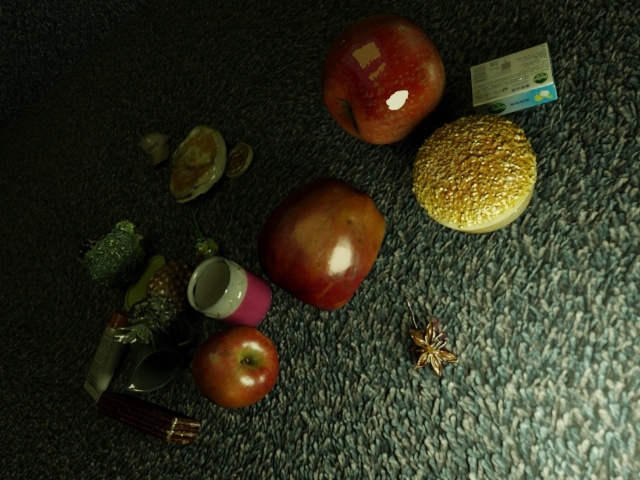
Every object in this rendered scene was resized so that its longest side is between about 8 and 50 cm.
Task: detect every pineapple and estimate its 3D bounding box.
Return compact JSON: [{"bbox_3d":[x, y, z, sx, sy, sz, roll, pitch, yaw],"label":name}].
[{"bbox_3d":[-0.507,0.206,1.450,0.169,0.169,0.340,-18,24,26],"label":"pineapple"}]

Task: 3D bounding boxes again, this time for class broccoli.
[{"bbox_3d":[-0.800,0.044,1.784,0.243,0.247,0.263,-130,45,-75],"label":"broccoli"}]

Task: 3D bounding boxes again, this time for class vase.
[{"bbox_3d":[-0.545,0.320,1.525,0.251,0.156,0.301,-26,43,-13],"label":"vase"}]

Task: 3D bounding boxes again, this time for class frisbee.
[{"bbox_3d":[-0.646,0.160,1.715,0.236,0.017,0.236,-26,44,28],"label":"frisbee"}]

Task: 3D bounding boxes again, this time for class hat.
[{"bbox_3d":[-0.731,-0.403,2.037,0.147,0.085,0.175,-32,52,16],"label":"hat"}]

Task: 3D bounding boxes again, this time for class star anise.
[{"bbox_3d":[0.242,0.220,1.071,0.097,0.070,0.191,-29,74,23],"label":"star anise"}]

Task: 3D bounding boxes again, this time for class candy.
[{"bbox_3d":[-0.432,-0.029,1.667,0.091,0.083,0.305,-43,43,11],"label":"candy"}]

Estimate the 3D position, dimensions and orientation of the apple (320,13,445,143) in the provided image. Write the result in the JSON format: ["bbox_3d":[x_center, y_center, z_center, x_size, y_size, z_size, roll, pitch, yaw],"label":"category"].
[{"bbox_3d":[0.165,-0.436,1.285,0.277,0.348,0.348,-39,50,-6],"label":"apple"}]

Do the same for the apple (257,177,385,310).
[{"bbox_3d":[0.000,0.000,1.321,0.329,0.295,0.365,40,94,2],"label":"apple"}]

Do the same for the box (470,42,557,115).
[{"bbox_3d":[0.502,-0.413,1.213,0.194,0.073,0.139,-10,62,30],"label":"box"}]

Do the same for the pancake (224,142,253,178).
[{"bbox_3d":[-0.312,-0.300,1.739,0.151,0.025,0.151,-17,61,33],"label":"pancake"}]

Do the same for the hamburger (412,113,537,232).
[{"bbox_3d":[0.366,-0.158,1.114,0.302,0.170,0.302,-15,61,29],"label":"hamburger"}]

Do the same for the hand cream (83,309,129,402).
[{"bbox_3d":[-0.755,0.409,1.650,0.139,0.089,0.314,23,86,41],"label":"hand cream"}]

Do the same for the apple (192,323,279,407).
[{"bbox_3d":[-0.229,0.343,1.251,0.230,0.230,0.230,-15,60,28],"label":"apple"}]

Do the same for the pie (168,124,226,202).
[{"bbox_3d":[-0.489,-0.297,1.814,0.339,0.077,0.339,-19,57,32],"label":"pie"}]

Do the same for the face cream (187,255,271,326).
[{"bbox_3d":[-0.268,0.156,1.371,0.175,0.195,0.175,-16,58,28],"label":"face cream"}]

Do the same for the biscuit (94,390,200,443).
[{"bbox_3d":[-0.538,0.537,1.421,0.388,0.107,0.073,1,68,35],"label":"biscuit"}]
